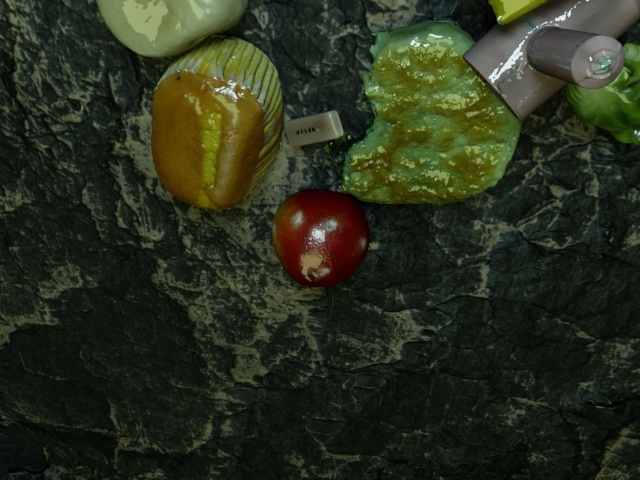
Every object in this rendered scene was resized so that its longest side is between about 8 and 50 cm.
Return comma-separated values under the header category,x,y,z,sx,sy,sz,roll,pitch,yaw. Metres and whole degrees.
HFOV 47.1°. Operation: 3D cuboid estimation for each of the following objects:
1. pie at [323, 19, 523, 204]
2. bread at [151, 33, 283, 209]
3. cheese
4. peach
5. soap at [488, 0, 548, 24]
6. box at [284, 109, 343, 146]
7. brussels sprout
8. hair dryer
category,x,y,z,sx,sy,sz,roll,pitch,yaw
pie,0.173,-0.181,1.184,0.296,0.078,0.371,18,136,-3
bread,-0.171,-0.178,1.210,0.204,0.156,0.288,17,136,0
cheese,-0.214,-0.370,1.054,0.217,0.117,0.235,14,128,3
peach,0.000,0.000,1.314,0.197,0.197,0.197,7,134,7
soap,0.328,-0.400,0.856,0.314,0.199,0.091,-23,131,28
box,-0.013,-0.186,1.221,0.115,0.025,0.048,-2,110,46
brussels sprout,0.427,-0.220,1.079,0.181,0.101,0.139,26,152,-36
hair dryer,0.307,-0.238,0.878,0.210,0.352,0.125,-41,103,14
